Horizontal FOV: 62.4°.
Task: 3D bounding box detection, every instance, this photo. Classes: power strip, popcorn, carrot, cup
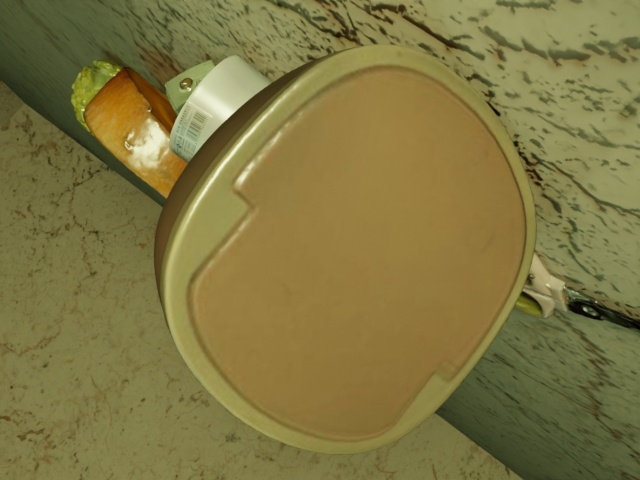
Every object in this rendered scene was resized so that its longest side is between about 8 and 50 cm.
[{"bbox_3d":[-0.136,-0.149,0.765,0.052,0.078,0.272,61,178,24],"label":"power strip"},{"bbox_3d":[-0.401,-0.260,0.988,0.162,0.136,0.141,31,173,19],"label":"popcorn"},{"bbox_3d":[-0.233,-0.140,0.873,0.307,0.100,0.258,42,-170,-34],"label":"carrot"},{"bbox_3d":[-0.084,-0.104,0.627,0.142,0.134,0.173,37,140,-3],"label":"cup"}]

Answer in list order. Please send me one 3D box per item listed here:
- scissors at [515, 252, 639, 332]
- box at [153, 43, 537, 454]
[{"bbox_3d":[0.258,0.061,0.559,0.317,0.024,0.160,25,162,44],"label":"scissors"},{"bbox_3d":[0.000,0.000,0.467,0.301,0.301,0.216,44,171,-26],"label":"box"}]
